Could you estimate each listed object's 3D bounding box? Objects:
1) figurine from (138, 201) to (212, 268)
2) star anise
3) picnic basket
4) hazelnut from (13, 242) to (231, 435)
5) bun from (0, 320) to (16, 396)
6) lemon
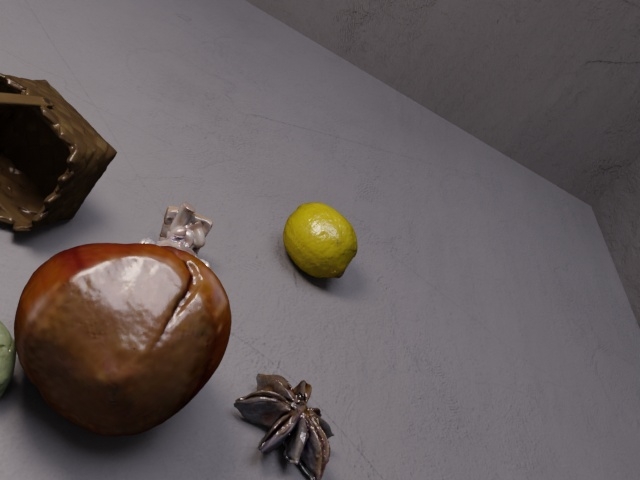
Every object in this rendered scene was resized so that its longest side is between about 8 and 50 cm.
[{"bbox_3d":[-0.301,0.035,1.628,0.162,0.141,0.237,24,33,-9],"label":"figurine"},{"bbox_3d":[-0.059,0.350,1.499,0.236,0.093,0.229,49,28,14],"label":"star anise"},{"bbox_3d":[-0.599,-0.172,1.504,0.291,0.254,0.321,42,20,10],"label":"picnic basket"},{"bbox_3d":[-0.329,0.147,1.307,0.372,0.315,0.372,20,6,-2],"label":"hazelnut"},{"bbox_3d":[-0.578,0.169,1.209,0.221,0.108,0.221,25,32,-17],"label":"bun"},{"bbox_3d":[-0.002,-0.001,1.945,0.180,0.181,0.193,8,22,-38],"label":"lemon"}]
